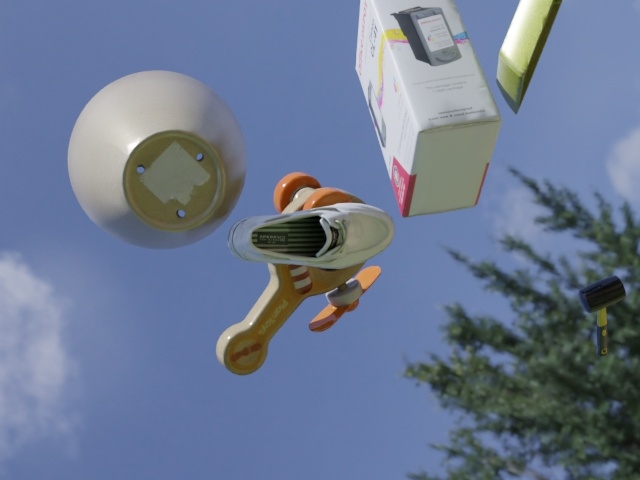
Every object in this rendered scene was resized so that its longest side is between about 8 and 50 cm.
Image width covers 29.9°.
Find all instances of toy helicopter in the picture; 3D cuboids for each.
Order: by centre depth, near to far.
[{"bbox_3d":[-0.034,0.079,1.969,0.235,0.140,0.355,40,-95,-32],"label":"toy helicopter"}]

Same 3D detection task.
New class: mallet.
[{"bbox_3d":[0.422,0.114,1.757,0.062,0.039,0.189,-27,-36,3],"label":"mallet"}]

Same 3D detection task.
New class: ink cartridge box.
[{"bbox_3d":[0.152,-0.222,1.793,0.131,0.306,0.226,-11,-31,-9],"label":"ink cartridge box"}]

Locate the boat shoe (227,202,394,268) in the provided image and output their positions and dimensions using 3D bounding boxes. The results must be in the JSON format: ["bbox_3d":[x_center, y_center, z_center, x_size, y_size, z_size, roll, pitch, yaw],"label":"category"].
[{"bbox_3d":[0.000,0.000,1.499,0.226,0.076,0.083,-8,-85,-22],"label":"boat shoe"}]

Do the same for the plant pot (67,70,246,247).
[{"bbox_3d":[-0.207,-0.095,1.590,0.257,0.274,0.256,-2,-81,-11],"label":"plant pot"}]

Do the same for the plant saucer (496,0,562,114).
[{"bbox_3d":[0.287,-0.288,1.646,0.188,0.045,0.188,57,-125,-78],"label":"plant saucer"}]
